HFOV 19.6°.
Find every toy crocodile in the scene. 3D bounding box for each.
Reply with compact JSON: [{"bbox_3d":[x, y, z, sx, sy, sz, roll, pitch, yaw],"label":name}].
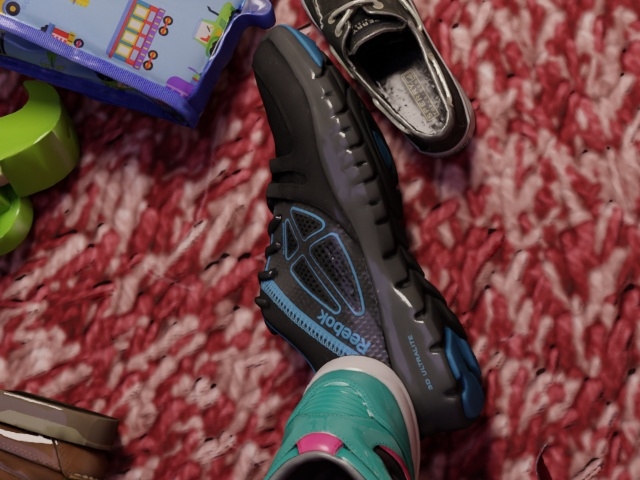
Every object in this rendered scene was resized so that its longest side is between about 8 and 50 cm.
[{"bbox_3d":[-0.350,-0.019,1.513,0.341,0.115,0.105,-29,56,9],"label":"toy crocodile"}]

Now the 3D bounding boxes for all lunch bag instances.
[{"bbox_3d":[-0.170,-0.234,1.474,0.293,0.138,0.221,21,76,10],"label":"lunch bag"}]

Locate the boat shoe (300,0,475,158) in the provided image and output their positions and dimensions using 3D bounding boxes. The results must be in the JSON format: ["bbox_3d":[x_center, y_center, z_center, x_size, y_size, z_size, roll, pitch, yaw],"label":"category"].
[{"bbox_3d":[0.045,-0.162,1.432,0.078,0.070,0.219,-38,74,9],"label":"boat shoe"}]

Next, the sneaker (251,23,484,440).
[{"bbox_3d":[0.000,0.000,1.395,0.140,0.125,0.340,-24,76,14],"label":"sneaker"}]

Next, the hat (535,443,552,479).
[{"bbox_3d":[0.194,0.274,1.266,0.208,0.183,0.173,41,95,18],"label":"hat"}]

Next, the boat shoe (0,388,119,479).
[{"bbox_3d":[-0.317,0.154,1.478,0.307,0.111,0.104,13,85,18],"label":"boat shoe"}]

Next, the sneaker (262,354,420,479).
[{"bbox_3d":[0.029,0.245,1.284,0.124,0.178,0.295,-9,103,21],"label":"sneaker"}]
